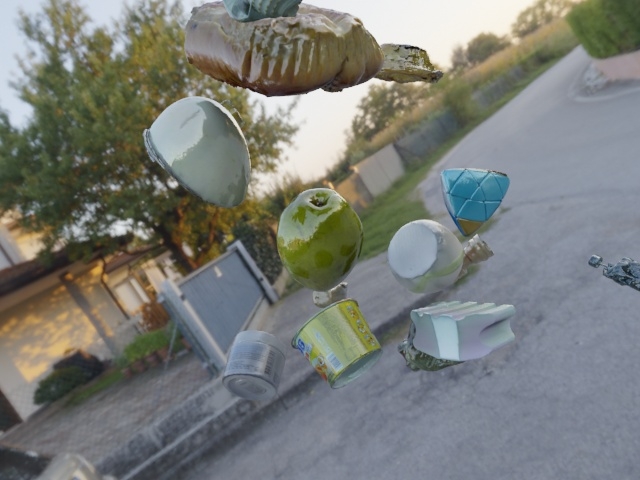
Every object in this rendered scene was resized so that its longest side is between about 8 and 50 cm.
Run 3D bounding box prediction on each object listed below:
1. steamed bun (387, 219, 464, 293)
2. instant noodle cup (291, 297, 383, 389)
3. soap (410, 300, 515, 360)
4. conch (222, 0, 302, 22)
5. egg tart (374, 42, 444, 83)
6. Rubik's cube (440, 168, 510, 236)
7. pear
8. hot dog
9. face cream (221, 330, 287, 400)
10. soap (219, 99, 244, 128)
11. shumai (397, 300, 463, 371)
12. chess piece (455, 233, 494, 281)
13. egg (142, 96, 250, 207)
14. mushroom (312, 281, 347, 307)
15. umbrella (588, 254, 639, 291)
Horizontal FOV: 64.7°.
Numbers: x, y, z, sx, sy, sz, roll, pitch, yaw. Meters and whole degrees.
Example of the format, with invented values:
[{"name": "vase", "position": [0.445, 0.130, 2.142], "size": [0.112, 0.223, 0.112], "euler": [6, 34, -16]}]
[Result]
[{"name": "steamed bun", "position": [0.435, 0.073, 2.016], "size": [0.309, 0.309, 0.309], "euler": [-34, 4, 3]}, {"name": "instant noodle cup", "position": [0.051, 0.262, 1.261], "size": [0.204, 0.153, 0.205], "euler": [-29, -30, -18]}, {"name": "soap", "position": [0.387, 0.240, 1.382], "size": [0.208, 0.115, 0.346], "euler": [-2, -2, 36]}, {"name": "conch", "position": [-0.084, -0.455, 0.839], "size": [0.131, 0.200, 0.172], "euler": [-6, -11, -27]}, {"name": "egg tart", "position": [0.310, -0.678, 1.942], "size": [0.340, 0.129, 0.341], "euler": [9, 12, -2]}, {"name": "Rubik's cube", "position": [0.487, -0.138, 1.719], "size": [0.254, 0.255, 0.254], "euler": [-34, 4, 3]}, {"name": "pear", "position": [0.000, 0.000, 1.452], "size": [0.252, 0.307, 0.253], "euler": [-5, 44, 5]}, {"name": "hot dog", "position": [-0.059, -0.423, 1.120], "size": [0.367, 0.196, 0.365], "euler": [-23, 36, -34]}, {"name": "face cream", "position": [-0.202, 0.389, 1.561], "size": [0.177, 0.177, 0.153], "euler": [-31, 33, 39]}, {"name": "soap", "position": [-0.445, -0.484, 2.140], "size": [0.233, 0.135, 0.076], "euler": [-44, 21, -30]}, {"name": "shumai", "position": [0.406, 0.343, 1.781], "size": [0.271, 0.222, 0.204], "euler": [-25, -15, -3]}, {"name": "chess piece", "position": [0.585, 0.112, 2.159], "size": [0.307, 0.124, 0.139], "euler": [-42, 14, 17]}, {"name": "egg", "position": [-0.255, -0.221, 1.210], "size": [0.174, 0.286, 0.264], "euler": [-39, 30, 19]}, {"name": "mushroom", "position": [0.048, 0.207, 1.967], "size": [0.096, 0.108, 0.247], "euler": [-22, 1, 19]}, {"name": "umbrella", "position": [1.084, 0.127, 1.705], "size": [0.143, 0.094, 0.348], "euler": [-2, 25, -39]}]
